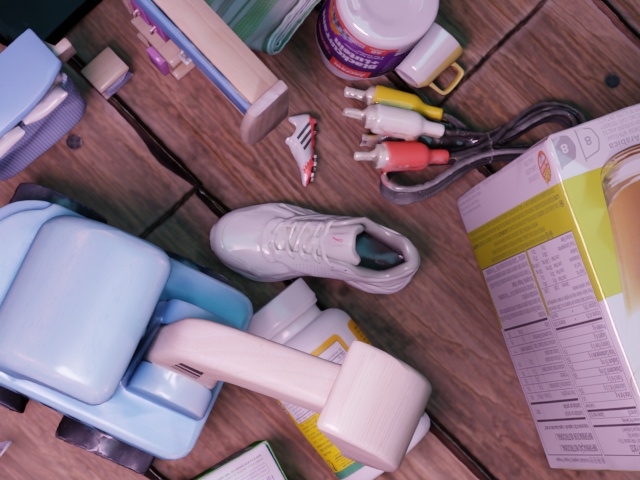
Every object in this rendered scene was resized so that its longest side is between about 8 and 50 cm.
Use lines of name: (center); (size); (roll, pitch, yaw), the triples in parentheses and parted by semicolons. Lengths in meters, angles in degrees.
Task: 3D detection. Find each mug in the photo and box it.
mug: (0.123, -0.202, 1.652); (0.078, 0.062, 0.064); (39, 84, 4)

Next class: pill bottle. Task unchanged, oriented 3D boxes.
pill bottle: (0.053, -0.234, 1.574); (0.108, 0.193, 0.108); (1, 81, -10)
pill bottle: (0.010, 0.146, 1.545); (0.117, 0.117, 0.208); (-39, 90, -14)

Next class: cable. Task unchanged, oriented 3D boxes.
cable: (0.166, -0.110, 1.627); (0.287, 0.072, 0.139); (-1, 57, -8)

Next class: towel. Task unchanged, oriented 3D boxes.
towel: (-0.073, -0.263, 1.595); (0.152, 0.023, 0.113); (25, 71, 38)

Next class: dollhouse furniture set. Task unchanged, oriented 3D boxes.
dollhouse furniture set: (-0.210, -0.100, 1.472); (0.303, 0.286, 0.198); (-42, 86, -5)

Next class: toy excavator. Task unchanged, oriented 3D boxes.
toy excavator: (-0.148, 0.099, 1.355); (0.433, 0.445, 0.222); (26, 78, -5)

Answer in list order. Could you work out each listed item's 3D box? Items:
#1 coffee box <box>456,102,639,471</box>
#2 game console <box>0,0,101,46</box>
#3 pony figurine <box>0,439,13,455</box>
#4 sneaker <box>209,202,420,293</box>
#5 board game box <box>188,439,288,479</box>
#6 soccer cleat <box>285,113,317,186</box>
coffee box: (0.384, 0.033, 1.518); (0.338, 0.338, 0.334); (-18, 85, -12)
game console: (-0.372, -0.383, 1.597); (0.361, 0.044, 0.213); (43, 76, -1)
pony figurine: (-0.513, 0.219, 1.374); (0.351, 0.303, 0.363); (21, 82, 9)
sneaker: (0.000, 0.000, 1.567); (0.232, 0.115, 0.090); (5, 80, -10)
board game box: (-0.085, 0.397, 1.481); (0.242, 0.064, 0.316); (-28, 88, -13)
soccer cleat: (-0.022, -0.100, 1.626); (0.036, 0.029, 0.083); (2, 78, -1)
